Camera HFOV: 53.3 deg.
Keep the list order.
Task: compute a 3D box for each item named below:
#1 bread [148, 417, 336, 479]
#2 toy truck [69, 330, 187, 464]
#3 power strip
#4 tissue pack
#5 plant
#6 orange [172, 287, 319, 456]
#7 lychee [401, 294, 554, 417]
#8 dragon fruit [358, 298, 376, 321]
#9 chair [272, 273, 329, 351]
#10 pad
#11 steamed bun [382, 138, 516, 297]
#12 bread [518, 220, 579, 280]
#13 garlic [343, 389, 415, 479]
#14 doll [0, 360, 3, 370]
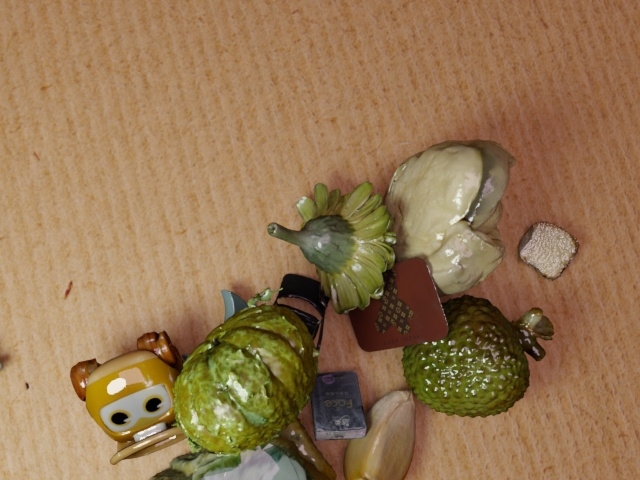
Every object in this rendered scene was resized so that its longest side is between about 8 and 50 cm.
[{"bbox_3d":[-0.178,0.516,1.304,0.395,0.264,0.239,-33,90,-11],"label":"bread"},{"bbox_3d":[-0.366,0.327,1.317,0.204,0.288,0.212,-22,72,-10],"label":"toy truck"},{"bbox_3d":[-0.219,0.227,1.415,0.137,0.044,0.216,43,60,-30],"label":"power strip"},{"bbox_3d":[0.036,0.365,1.413,0.112,0.051,0.156,-2,41,-7],"label":"tissue pack"},{"bbox_3d":[0.016,0.032,1.385,0.297,0.305,0.261,-28,126,-38],"label":"plant"},{"bbox_3d":[-0.131,0.263,1.192,0.223,0.301,0.300,45,114,-9],"label":"orange"},{"bbox_3d":[0.340,0.256,1.403,0.319,0.270,0.270,-9,80,29],"label":"lychee"},{"bbox_3d":[0.128,0.108,1.477,0.092,0.122,0.192,-6,79,-34],"label":"dragon fruit"},{"bbox_3d":[-0.065,0.195,1.447,0.140,0.221,0.145,22,122,-3],"label":"chair"},{"bbox_3d":[0.153,0.145,1.388,0.004,0.267,0.181,-16,86,-44],"label":"pad"},{"bbox_3d":[0.289,-0.037,1.407,0.230,0.324,0.372,10,93,-31],"label":"steamed bun"},{"bbox_3d":[0.554,0.022,1.568,0.129,0.044,0.126,33,87,-3],"label":"bread"},{"bbox_3d":[0.139,0.444,1.396,0.145,0.164,0.245,22,73,10],"label":"garlic"},{"bbox_3d":[-0.811,0.316,1.349,0.275,0.113,0.155,-34,95,-17],"label":"doll"}]
